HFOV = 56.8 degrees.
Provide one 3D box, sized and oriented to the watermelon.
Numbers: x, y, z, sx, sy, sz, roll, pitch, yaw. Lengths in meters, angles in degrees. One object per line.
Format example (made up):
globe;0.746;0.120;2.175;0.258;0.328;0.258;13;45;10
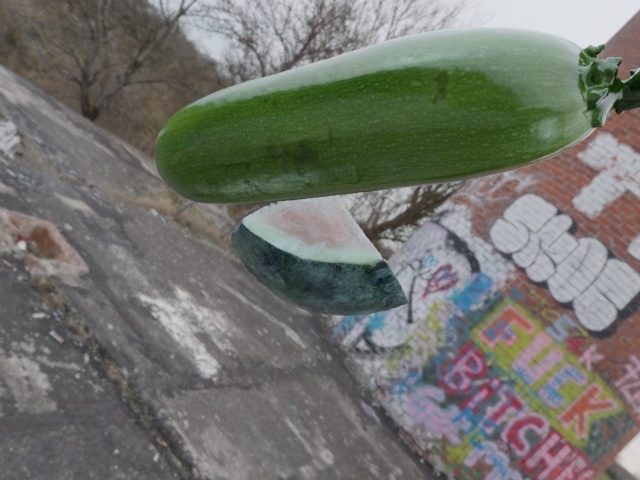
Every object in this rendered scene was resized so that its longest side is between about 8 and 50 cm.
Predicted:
watermelon;0.000;0.000;1.179;0.386;0.258;0.228;12;-35;21

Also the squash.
squash;0.029;-0.082;0.412;0.378;0.102;0.101;-2;-28;28
